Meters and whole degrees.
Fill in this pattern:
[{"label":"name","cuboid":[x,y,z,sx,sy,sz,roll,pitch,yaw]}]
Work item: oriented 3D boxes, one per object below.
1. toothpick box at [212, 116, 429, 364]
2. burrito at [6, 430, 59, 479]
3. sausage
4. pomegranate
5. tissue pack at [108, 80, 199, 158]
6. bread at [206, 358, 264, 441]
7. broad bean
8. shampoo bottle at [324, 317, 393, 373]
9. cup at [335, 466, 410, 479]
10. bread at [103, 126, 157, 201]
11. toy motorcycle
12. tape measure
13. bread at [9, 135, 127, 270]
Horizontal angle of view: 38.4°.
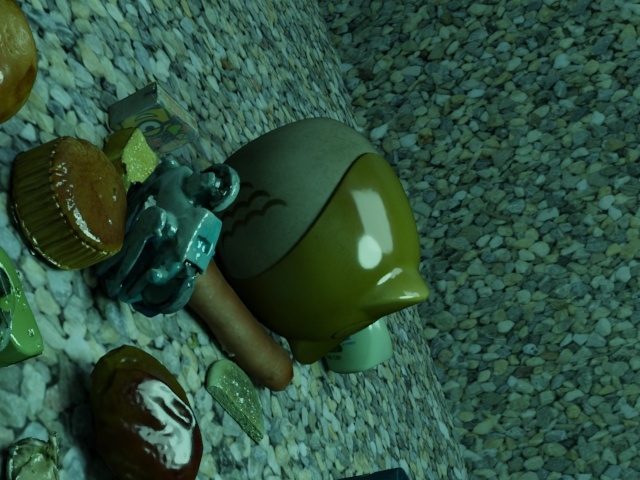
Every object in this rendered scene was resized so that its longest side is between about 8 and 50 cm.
[{"label":"toothpick box","cuboid":[0.000,0.000,1.882,0.425,0.409,0.409,64,15,12]},{"label":"burrito","cuboid":[-0.323,0.340,1.073,0.063,0.058,0.229,42,33,-67]},{"label":"sausage","cuboid":[-0.168,0.152,1.744,0.419,0.094,0.094,56,-1,-40]},{"label":"pomegranate","cuboid":[-0.446,-0.228,1.089,0.215,0.215,0.215,58,19,-34]},{"label":"tissue pack","cuboid":[-0.309,-0.222,1.716,0.148,0.109,0.060,40,30,-58]},{"label":"bread","cuboid":[-0.153,0.284,1.735,0.112,0.036,0.193,-94,157,-49]},{"label":"broad bean","cuboid":[-0.252,0.260,1.291,0.156,0.122,0.228,-28,91,-48]},{"label":"shampoo bottle","cuboid":[0.051,0.144,2.260,0.222,0.151,0.349,-8,-80,61]},{"label":"cup","cuboid":[0.131,0.584,2.069,0.176,0.155,0.131,34,39,-61]},{"label":"bread","cuboid":[-0.337,-0.125,1.602,0.187,0.065,0.103,-81,152,-58]},{"label":"toy motorcycle","cuboid":[-0.245,-0.012,1.448,0.154,0.206,0.260,40,67,-51]},{"label":"tape measure","cuboid":[-0.408,0.068,1.075,0.177,0.088,0.154,68,17,3]},{"label":"bread","cuboid":[-0.361,-0.059,1.355,0.199,0.104,0.199,55,22,-35]}]
